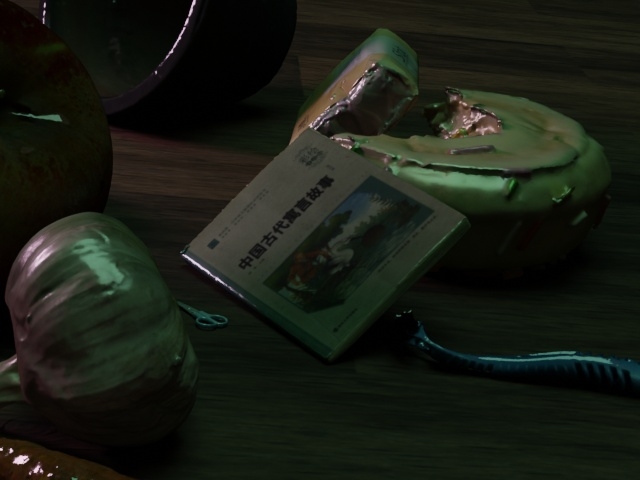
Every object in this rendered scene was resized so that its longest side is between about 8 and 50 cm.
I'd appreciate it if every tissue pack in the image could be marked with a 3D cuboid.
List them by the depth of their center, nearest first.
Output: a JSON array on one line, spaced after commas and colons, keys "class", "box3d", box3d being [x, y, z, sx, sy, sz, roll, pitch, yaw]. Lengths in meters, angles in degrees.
[{"class": "tissue pack", "box3d": [0.046, -0.181, 2.210, 0.090, 0.186, 0.222, 44, 17, -9]}]

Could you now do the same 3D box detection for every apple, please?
[{"class": "apple", "box3d": [-0.385, -0.090, 1.640, 0.277, 0.348, 0.348, -31, -2, 34]}]

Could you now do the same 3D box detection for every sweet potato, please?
[{"class": "sweet potato", "box3d": [-0.169, 0.201, 1.270, 0.314, 0.066, 0.072, 16, -18, 28]}]

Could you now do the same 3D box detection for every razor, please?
[{"class": "razor", "box3d": [0.195, 0.117, 1.650, 0.253, 0.042, 0.082, 9, -20, 2]}]

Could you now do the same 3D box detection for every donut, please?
[{"class": "donut", "box3d": [0.185, -0.067, 1.977, 0.307, 0.150, 0.371, 17, 24, 28]}]

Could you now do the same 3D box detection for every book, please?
[{"class": "book", "box3d": [0.000, 0.000, 1.755, 0.215, 0.025, 0.283, -45, 42, -14]}]

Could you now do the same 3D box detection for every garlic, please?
[{"class": "garlic", "box3d": [-0.218, 0.095, 1.421, 0.212, 0.218, 0.218, -26, 25, -3]}]

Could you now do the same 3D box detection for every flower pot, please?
[{"class": "flower pot", "box3d": [-0.199, -0.320, 2.373, 0.251, 0.379, 0.379, 16, 8, -46]}]

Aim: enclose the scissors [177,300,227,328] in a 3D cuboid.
[{"class": "scissors", "box3d": [-0.129, 0.073, 1.711, 0.036, 0.006, 0.083, -9, 25, -41]}]
